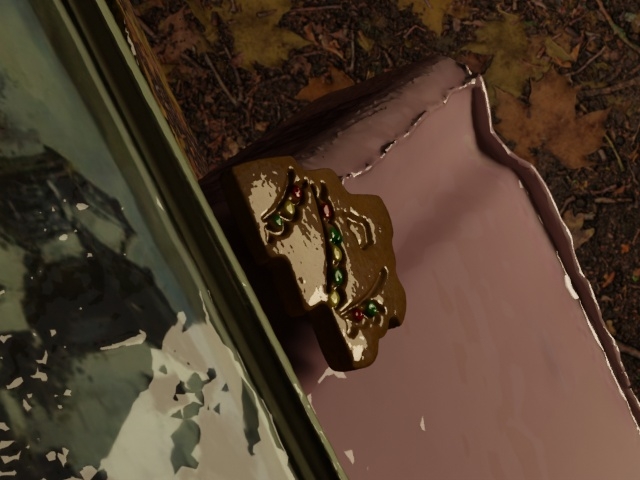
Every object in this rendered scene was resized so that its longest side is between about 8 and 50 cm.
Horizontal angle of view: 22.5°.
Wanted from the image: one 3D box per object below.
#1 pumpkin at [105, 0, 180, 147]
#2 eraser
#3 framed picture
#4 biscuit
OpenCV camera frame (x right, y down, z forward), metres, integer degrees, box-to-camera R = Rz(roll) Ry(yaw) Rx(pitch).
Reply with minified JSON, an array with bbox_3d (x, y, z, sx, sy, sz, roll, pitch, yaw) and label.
[{"bbox_3d":[-0.127,-0.016,0.808,0.222,0.139,0.317,72,-4,-72],"label":"pumpkin"},{"bbox_3d":[0.005,0.108,0.642,0.359,0.122,0.272,-42,109,-53],"label":"eraser"},{"bbox_3d":[-0.110,0.005,0.452,0.232,0.019,0.296,-11,67,-46],"label":"framed picture"},{"bbox_3d":[0.000,0.000,0.574,0.092,0.016,0.082,44,40,-28],"label":"biscuit"}]
